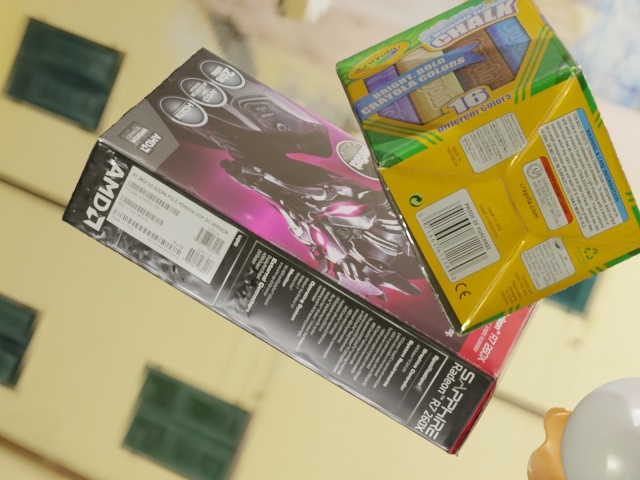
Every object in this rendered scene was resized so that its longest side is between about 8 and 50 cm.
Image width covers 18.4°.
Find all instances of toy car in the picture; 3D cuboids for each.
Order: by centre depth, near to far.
[{"bbox_3d":[0.267,0.172,1.455,0.219,0.238,0.210,-24,-86,-56],"label":"toy car"}]

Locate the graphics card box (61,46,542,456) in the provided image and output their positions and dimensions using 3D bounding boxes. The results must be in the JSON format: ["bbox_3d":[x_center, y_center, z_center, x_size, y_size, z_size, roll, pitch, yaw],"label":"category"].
[{"bbox_3d":[0.000,0.000,1.630,0.094,0.371,0.233,-63,-6,31],"label":"graphics card box"}]

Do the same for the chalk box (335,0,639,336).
[{"bbox_3d":[0.100,-0.064,1.223,0.213,0.132,0.132,-105,-11,-62],"label":"chalk box"}]
